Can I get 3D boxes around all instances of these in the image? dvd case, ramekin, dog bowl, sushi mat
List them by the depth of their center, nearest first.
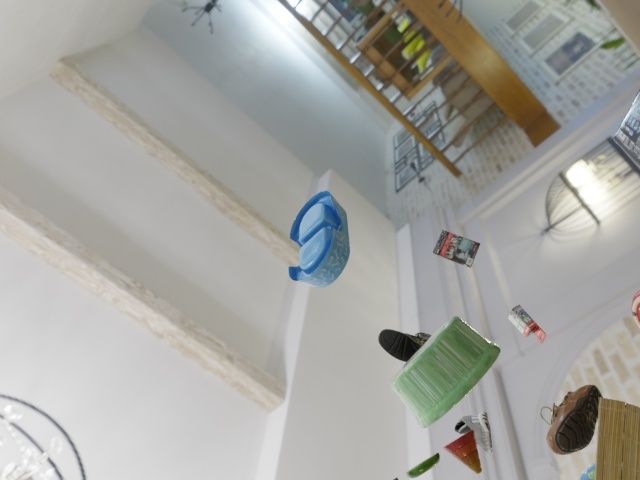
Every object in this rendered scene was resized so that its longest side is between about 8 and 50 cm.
[{"bbox_3d":[0.732,0.553,1.321,0.151,0.019,0.317,18,-111,-7],"label":"sushi mat"},{"bbox_3d":[0.000,0.000,1.377,0.074,0.166,0.297,35,-149,-25],"label":"dog bowl"},{"bbox_3d":[0.329,0.348,1.482,0.148,0.303,0.303,45,-155,13],"label":"ramekin"},{"bbox_3d":[0.403,0.024,1.611,0.119,0.013,0.087,20,-116,18],"label":"dvd case"}]

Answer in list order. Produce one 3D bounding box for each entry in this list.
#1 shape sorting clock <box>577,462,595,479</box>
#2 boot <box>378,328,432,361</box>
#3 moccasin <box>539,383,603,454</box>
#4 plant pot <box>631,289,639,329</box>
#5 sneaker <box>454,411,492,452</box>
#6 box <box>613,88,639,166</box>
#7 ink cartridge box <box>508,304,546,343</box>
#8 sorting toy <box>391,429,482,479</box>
[{"bbox_3d":[0.774,0.688,1.427,0.040,0.206,0.206,20,-141,-41],"label":"shape sorting clock"},{"bbox_3d":[0.304,0.345,1.804,0.236,0.085,0.178,21,-173,5],"label":"boot"},{"bbox_3d":[0.869,0.624,1.905,0.380,0.147,0.139,-31,-91,-48],"label":"moccasin"},{"bbox_3d":[1.064,0.208,1.637,0.174,0.191,0.191,-13,-123,-16],"label":"plant pot"},{"bbox_3d":[0.591,0.743,2.111,0.086,0.132,0.229,-76,-27,-50],"label":"sneaker"},{"bbox_3d":[0.867,-0.319,1.299,0.097,0.319,0.395,16,-151,4],"label":"box"},{"bbox_3d":[0.595,0.247,1.567,0.115,0.029,0.063,55,166,32],"label":"ink cartridge box"},{"bbox_3d":[0.374,0.747,1.728,0.365,0.127,0.126,-26,-113,-17],"label":"sorting toy"}]
